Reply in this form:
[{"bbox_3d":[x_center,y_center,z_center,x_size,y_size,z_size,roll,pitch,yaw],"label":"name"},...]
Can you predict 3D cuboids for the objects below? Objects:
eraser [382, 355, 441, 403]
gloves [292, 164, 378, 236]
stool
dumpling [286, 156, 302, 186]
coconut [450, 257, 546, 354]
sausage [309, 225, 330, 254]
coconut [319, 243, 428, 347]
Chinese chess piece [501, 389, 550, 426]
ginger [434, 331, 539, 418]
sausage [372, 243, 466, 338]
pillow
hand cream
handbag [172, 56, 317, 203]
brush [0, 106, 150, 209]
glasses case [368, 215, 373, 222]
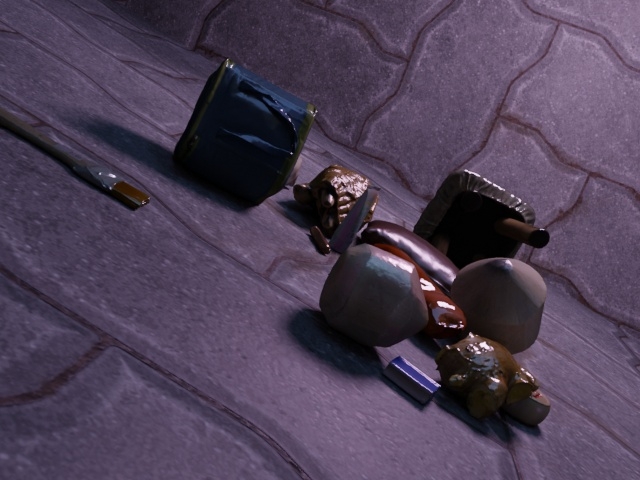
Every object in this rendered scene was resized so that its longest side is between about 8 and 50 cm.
[{"bbox_3d":[0.146,0.223,1.213,0.085,0.027,0.063,35,12,17],"label":"eraser"},{"bbox_3d":[0.047,-0.113,1.962,0.203,0.155,0.356,29,16,5],"label":"gloves"},{"bbox_3d":[0.449,-0.004,2.155,0.311,0.310,0.226,27,14,-9],"label":"stool"},{"bbox_3d":[-0.120,-0.208,2.034,0.136,0.118,0.199,40,-7,24],"label":"dumpling"},{"bbox_3d":[0.386,0.134,1.647,0.202,0.221,0.202,-6,38,5],"label":"coconut"},{"bbox_3d":[0.000,0.000,1.716,0.026,0.026,0.116,26,15,-25],"label":"sausage"},{"bbox_3d":[0.097,0.098,1.275,0.183,0.170,0.171,27,13,-8],"label":"coconut"},{"bbox_3d":[0.372,0.294,1.424,0.122,0.051,0.122,30,13,-8],"label":"Chinese chess piece"},{"bbox_3d":[0.280,0.233,1.320,0.216,0.102,0.157,-3,45,-47],"label":"ginger"},{"bbox_3d":[0.195,0.110,1.614,0.097,0.093,0.348,10,24,-27],"label":"sausage"},{"bbox_3d":[0.240,0.051,1.908,0.308,0.108,0.305,36,9,2],"label":"pillow"},{"bbox_3d":[0.082,-0.053,1.767,0.047,0.174,0.076,37,14,22],"label":"hand cream"},{"bbox_3d":[-0.171,-0.237,1.690,0.241,0.263,0.222,29,-14,-17],"label":"handbag"},{"bbox_3d":[-0.436,-0.151,1.264,0.337,0.020,0.085,31,13,-3],"label":"brush"},{"bbox_3d":[0.070,-0.126,2.253,0.194,0.070,0.102,21,15,-41],"label":"glasses case"}]
